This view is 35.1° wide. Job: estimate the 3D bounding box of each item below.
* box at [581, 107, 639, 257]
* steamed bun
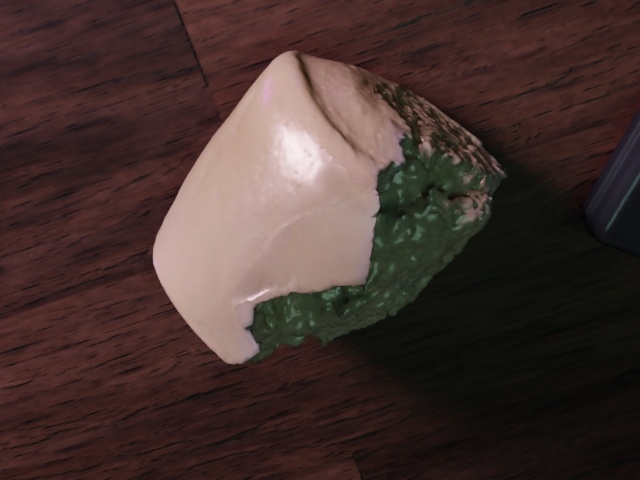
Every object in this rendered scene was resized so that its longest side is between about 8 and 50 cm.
[{"bbox_3d":[0.319,-0.080,0.783,0.160,0.050,0.230,18,116,-16],"label":"box"},{"bbox_3d":[0.000,0.000,0.726,0.200,0.170,0.225,26,115,-24],"label":"steamed bun"}]
